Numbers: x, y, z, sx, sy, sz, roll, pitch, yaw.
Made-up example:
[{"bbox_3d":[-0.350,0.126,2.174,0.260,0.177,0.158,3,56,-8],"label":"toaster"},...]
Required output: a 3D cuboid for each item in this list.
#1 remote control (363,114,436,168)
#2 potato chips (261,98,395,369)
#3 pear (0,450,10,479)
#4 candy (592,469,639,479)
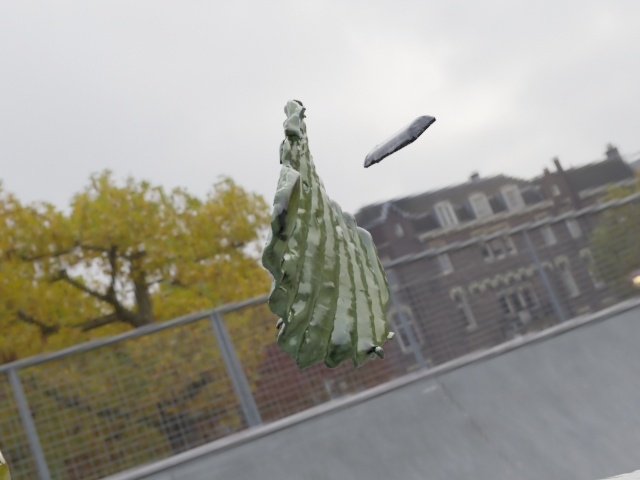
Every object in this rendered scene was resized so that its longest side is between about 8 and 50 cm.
[{"bbox_3d":[0.070,-0.092,0.974,0.039,0.014,0.096,-46,9,-27],"label":"remote control"},{"bbox_3d":[0.000,0.003,1.506,0.097,0.373,0.389,-17,32,18],"label":"potato chips"},{"bbox_3d":[-0.364,0.195,0.869,0.200,0.200,0.200,-20,-14,-5],"label":"pear"},{"bbox_3d":[0.325,0.329,1.001,0.359,0.207,0.145,-5,-1,-21],"label":"candy"}]
